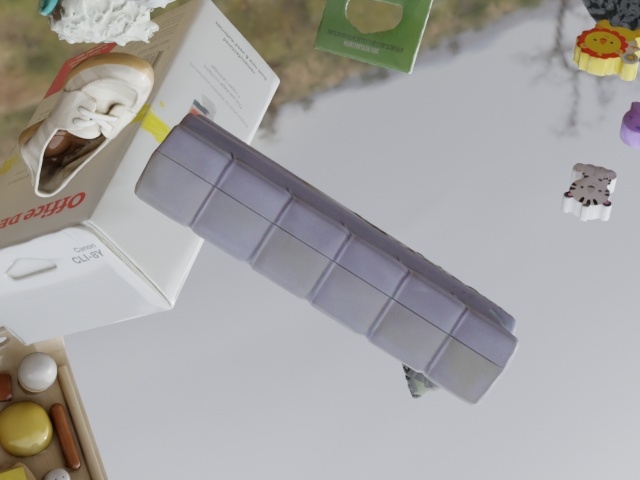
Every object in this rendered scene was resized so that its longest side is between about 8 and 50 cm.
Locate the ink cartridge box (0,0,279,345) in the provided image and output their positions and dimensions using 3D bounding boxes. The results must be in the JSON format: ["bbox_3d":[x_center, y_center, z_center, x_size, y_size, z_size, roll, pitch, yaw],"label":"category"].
[{"bbox_3d":[-0.251,-0.081,1.847,0.279,0.160,0.385,-16,-141,39],"label":"ink cartridge box"}]

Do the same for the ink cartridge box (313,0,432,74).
[{"bbox_3d":[0.023,-0.195,0.736,0.062,0.209,0.109,11,-173,-30],"label":"ink cartridge box"}]

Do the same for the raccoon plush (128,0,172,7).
[{"bbox_3d":[-0.347,-0.232,1.111,0.299,0.446,0.216,-54,-174,-5],"label":"raccoon plush"}]

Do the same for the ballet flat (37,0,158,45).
[{"bbox_3d":[-0.163,-0.384,1.515,0.147,0.409,0.147,20,-167,-5],"label":"ballet flat"}]

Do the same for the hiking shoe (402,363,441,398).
[{"bbox_3d":[0.157,0.113,1.938,0.114,0.086,0.227,-13,145,-4],"label":"hiking shoe"}]

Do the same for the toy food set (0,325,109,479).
[{"bbox_3d":[-0.382,0.259,1.892,0.219,0.306,0.092,-15,164,-23],"label":"toy food set"}]

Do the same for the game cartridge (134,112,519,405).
[{"bbox_3d":[0.000,0.000,0.970,0.068,0.230,0.355,-62,-175,2],"label":"game cartridge"}]

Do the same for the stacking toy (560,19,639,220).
[{"bbox_3d":[0.297,-0.074,1.169,0.221,0.167,0.052,13,-132,12],"label":"stacking toy"}]

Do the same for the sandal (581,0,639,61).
[{"bbox_3d":[0.254,-0.362,1.309,0.167,0.446,0.107,-23,-175,23],"label":"sandal"}]

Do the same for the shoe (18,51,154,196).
[{"bbox_3d":[-0.215,-0.103,1.390,0.076,0.058,0.219,14,152,-29],"label":"shoe"}]
